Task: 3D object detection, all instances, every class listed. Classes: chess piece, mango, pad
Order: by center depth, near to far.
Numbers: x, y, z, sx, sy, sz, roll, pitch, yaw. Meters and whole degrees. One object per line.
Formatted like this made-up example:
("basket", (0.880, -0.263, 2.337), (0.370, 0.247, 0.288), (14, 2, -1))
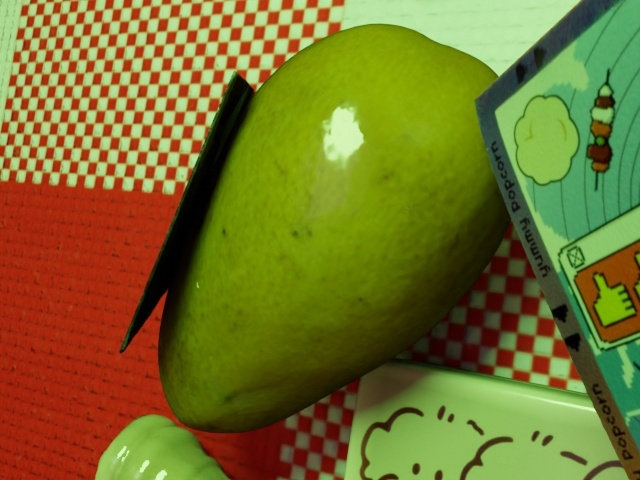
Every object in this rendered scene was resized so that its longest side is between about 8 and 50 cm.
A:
("mango", (0.000, 0.000, 0.685), (0.221, 0.264, 0.378), (33, 110, -15))
("chess piece", (-0.022, 0.272, 0.741), (0.397, 0.117, 0.117), (15, 91, 30))
("pad", (-0.106, -0.038, 0.744), (0.004, 0.330, 0.220), (23, 97, -5))

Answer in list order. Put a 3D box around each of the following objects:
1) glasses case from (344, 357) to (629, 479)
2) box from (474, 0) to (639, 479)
("glasses case", (0.181, 0.185, 0.644), (0.336, 0.076, 0.144), (6, 86, 32))
("box", (0.304, -0.034, 0.398), (0.348, 0.256, 0.319), (-41, 65, 59))
